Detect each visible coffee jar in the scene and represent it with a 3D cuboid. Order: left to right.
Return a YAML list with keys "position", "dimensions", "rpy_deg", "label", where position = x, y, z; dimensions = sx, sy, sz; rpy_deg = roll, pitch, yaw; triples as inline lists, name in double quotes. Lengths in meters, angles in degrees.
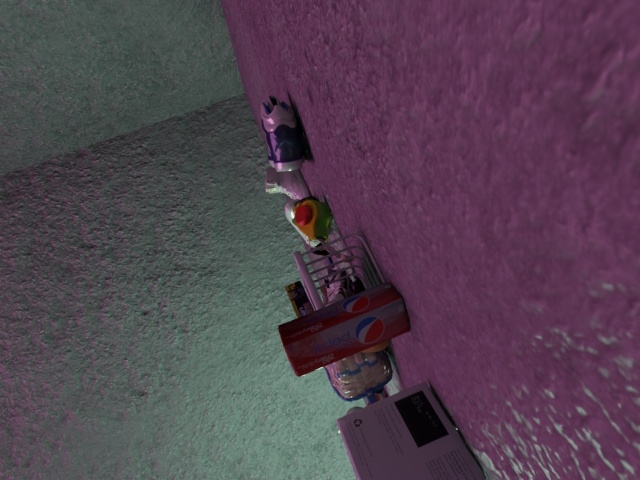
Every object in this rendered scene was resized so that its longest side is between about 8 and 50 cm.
- position: [-0.028, -0.079, 1.647]
  dimensions: [0.184, 0.096, 0.079]
  rpy_deg: [-117, 5, -45]
  label: "coffee jar"

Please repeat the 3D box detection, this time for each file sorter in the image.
- position: [0.060, 0.136, 1.161]
  dimensions: [0.277, 0.173, 0.193]
  rpy_deg: [79, 168, -64]
  label: "file sorter"

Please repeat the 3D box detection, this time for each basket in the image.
- position: [0.115, 0.392, 1.418]
  dimensions: [0.289, 0.201, 0.255]
  rpy_deg: [75, 170, -46]
  label: "basket"

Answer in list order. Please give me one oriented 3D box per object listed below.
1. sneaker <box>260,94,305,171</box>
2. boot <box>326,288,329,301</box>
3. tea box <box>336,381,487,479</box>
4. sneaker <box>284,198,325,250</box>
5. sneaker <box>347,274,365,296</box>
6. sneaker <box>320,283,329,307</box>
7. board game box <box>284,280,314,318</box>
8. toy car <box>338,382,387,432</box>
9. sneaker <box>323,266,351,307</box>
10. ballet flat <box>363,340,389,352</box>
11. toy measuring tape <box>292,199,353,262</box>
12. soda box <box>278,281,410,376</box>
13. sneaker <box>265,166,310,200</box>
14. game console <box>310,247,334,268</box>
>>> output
- position: [-0.128, -0.368, 1.514]
  dimensions: [0.323, 0.130, 0.236]
  rpy_deg: [-112, 13, -72]
  label: "sneaker"
- position: [0.083, 0.283, 1.930]
  dimensions: [0.229, 0.091, 0.263]
  rpy_deg: [173, 78, -85]
  label: "boot"
- position: [0.212, 0.543, 0.920]
  dimensions: [0.329, 0.220, 0.323]
  rpy_deg: [-119, 10, -56]
  label: "tea box"
- position: [-0.042, -0.057, 1.811]
  dimensions: [0.123, 0.106, 0.290]
  rpy_deg: [58, -174, 38]
  label: "sneaker"
- position: [0.112, 0.163, 1.358]
  dimensions: [0.170, 0.051, 0.089]
  rpy_deg: [-78, -31, -78]
  label: "sneaker"
- position: [0.070, 0.331, 2.216]
  dimensions: [0.302, 0.108, 0.121]
  rpy_deg: [-103, -5, -62]
  label: "sneaker"
- position: [-0.034, 0.203, 1.185]
  dimensions: [0.141, 0.048, 0.170]
  rpy_deg: [77, 169, -72]
  label: "board game box"
- position: [0.184, 0.742, 1.860]
  dimensions: [0.210, 0.238, 0.219]
  rpy_deg: [76, 172, -51]
  label: "toy car"
- position: [0.047, 0.158, 1.429]
  dimensions: [0.235, 0.094, 0.153]
  rpy_deg: [-10, -112, -60]
  label: "sneaker"
- position: [0.079, 0.268, 1.288]
  dimensions: [0.073, 0.232, 0.080]
  rpy_deg: [63, -142, -47]
  label: "ballet flat"
- position: [0.009, -0.051, 1.463]
  dimensions: [0.330, 0.121, 0.121]
  rpy_deg: [39, 154, 44]
  label: "toy measuring tape"
- position: [0.050, 0.186, 0.954]
  dimensions: [0.083, 0.263, 0.092]
  rpy_deg: [-126, 16, -65]
  label: "soda box"
- position: [-0.143, -0.212, 1.916]
  dimensions: [0.108, 0.169, 0.292]
  rpy_deg: [81, 166, -58]
  label: "sneaker"
- position: [0.009, 0.083, 2.045]
  dimensions: [0.122, 0.107, 0.071]
  rpy_deg: [-138, 56, -77]
  label: "game console"
